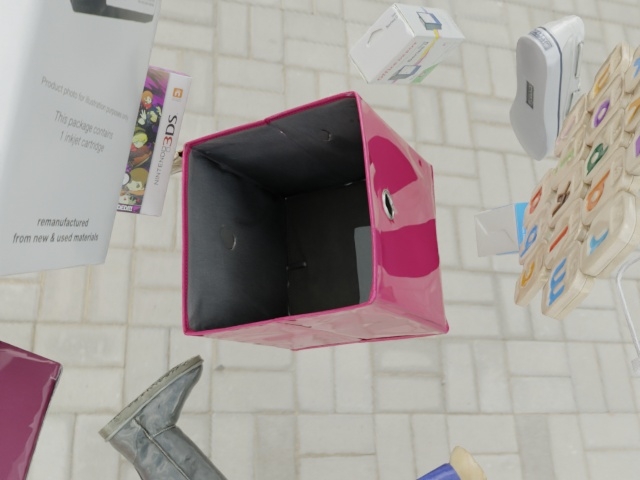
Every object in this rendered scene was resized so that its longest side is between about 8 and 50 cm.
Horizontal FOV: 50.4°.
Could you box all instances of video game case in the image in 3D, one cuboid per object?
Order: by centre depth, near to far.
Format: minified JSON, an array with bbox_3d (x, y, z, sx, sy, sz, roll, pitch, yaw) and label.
[{"bbox_3d":[-0.309,-0.148,0.920,0.232,0.042,0.210,8,107,-31],"label":"video game case"}]

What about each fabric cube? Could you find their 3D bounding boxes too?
[{"bbox_3d":[0.000,0.000,0.884,0.258,0.259,0.253,27,56,-58],"label":"fabric cube"}]

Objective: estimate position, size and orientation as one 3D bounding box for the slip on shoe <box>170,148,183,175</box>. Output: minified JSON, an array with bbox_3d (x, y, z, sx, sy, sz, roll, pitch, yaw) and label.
[{"bbox_3d":[-0.268,-0.145,1.234,0.136,0.041,0.051,-13,36,-31],"label":"slip on shoe"}]

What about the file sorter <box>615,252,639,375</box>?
[{"bbox_3d":[0.566,0.109,0.912,0.278,0.193,0.173,25,44,-26],"label":"file sorter"}]

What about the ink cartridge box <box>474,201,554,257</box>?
[{"bbox_3d":[0.386,-0.021,1.106,0.231,0.134,0.077,-4,85,-15],"label":"ink cartridge box"}]

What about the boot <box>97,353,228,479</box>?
[{"bbox_3d":[-0.183,0.293,0.959,0.190,0.076,0.208,-41,89,-5],"label":"boot"}]

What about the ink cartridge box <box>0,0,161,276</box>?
[{"bbox_3d":[-0.252,-0.201,0.412,0.286,0.166,0.394,13,92,4],"label":"ink cartridge box"}]

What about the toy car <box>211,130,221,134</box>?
[{"bbox_3d":[-0.090,-0.178,1.506,0.219,0.238,0.210,4,69,-43],"label":"toy car"}]

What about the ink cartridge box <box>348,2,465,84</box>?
[{"bbox_3d":[0.186,-0.417,1.458,0.213,0.154,0.093,-14,69,-49],"label":"ink cartridge box"}]

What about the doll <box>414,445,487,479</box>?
[{"bbox_3d":[0.029,0.202,0.397,0.189,0.046,0.129,-34,73,-22],"label":"doll"}]

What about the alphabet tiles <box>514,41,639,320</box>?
[{"bbox_3d":[0.263,-0.065,0.658,0.021,0.278,0.284,21,50,0],"label":"alphabet tiles"}]

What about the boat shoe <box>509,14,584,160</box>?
[{"bbox_3d":[0.344,-0.223,1.017,0.088,0.267,0.096,-30,54,-4],"label":"boat shoe"}]

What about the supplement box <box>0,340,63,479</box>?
[{"bbox_3d":[-0.248,0.144,0.423,0.081,0.188,0.104,30,40,-27],"label":"supplement box"}]
